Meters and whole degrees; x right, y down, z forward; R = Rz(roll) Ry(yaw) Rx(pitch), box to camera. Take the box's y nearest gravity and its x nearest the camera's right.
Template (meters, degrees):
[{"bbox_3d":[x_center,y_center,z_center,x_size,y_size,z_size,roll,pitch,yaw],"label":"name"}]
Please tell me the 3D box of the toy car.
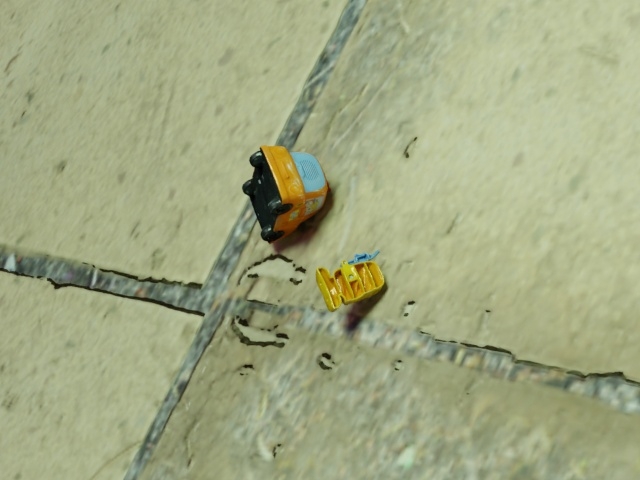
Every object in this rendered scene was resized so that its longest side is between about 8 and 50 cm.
[{"bbox_3d":[0.000,0.000,0.962,0.040,0.060,0.122,-17,51,-17],"label":"toy car"}]
